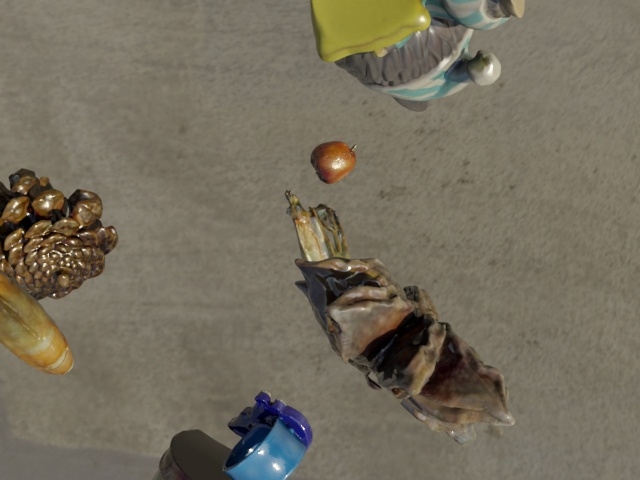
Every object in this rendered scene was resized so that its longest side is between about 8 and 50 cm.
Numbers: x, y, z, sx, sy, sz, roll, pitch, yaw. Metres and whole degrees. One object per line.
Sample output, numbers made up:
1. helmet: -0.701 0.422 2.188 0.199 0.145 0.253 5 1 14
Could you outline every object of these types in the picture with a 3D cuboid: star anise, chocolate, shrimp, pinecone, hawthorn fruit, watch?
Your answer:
1. star anise: 0.062 0.080 0.738 0.089 0.231 0.209 -42 115 -1
2. chocolate: -0.304 0.622 2.240 0.283 0.283 0.186 42 104 5
3. shrimp: -0.375 0.068 1.063 0.152 0.063 0.287 35 159 31
4. shrimp: 0.010 -0.005 1.862 0.059 0.145 0.254 -8 109 39
5. pinecone: -0.519 -0.017 1.723 0.309 0.244 0.244 43 126 33
6. hawthorn fruit: 0.022 -0.134 1.552 0.077 0.077 0.077 10 114 22
7. watch: -0.127 0.457 1.996 0.171 0.200 0.196 39 131 -3

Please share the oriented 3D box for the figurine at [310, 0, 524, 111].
1. figurine: 0.197 -0.357 1.457 0.362 0.378 0.266 5 83 31
